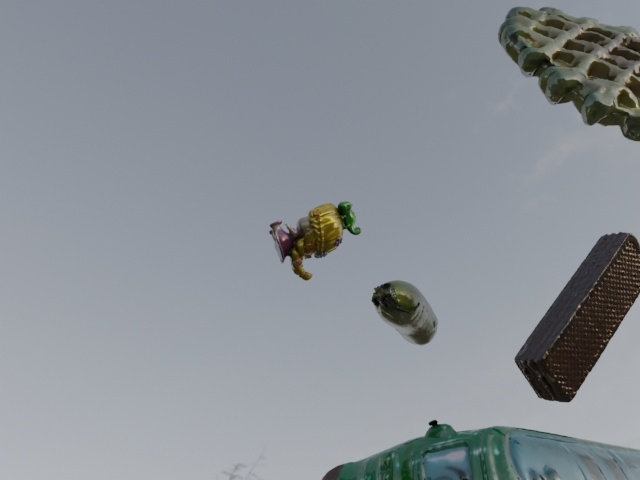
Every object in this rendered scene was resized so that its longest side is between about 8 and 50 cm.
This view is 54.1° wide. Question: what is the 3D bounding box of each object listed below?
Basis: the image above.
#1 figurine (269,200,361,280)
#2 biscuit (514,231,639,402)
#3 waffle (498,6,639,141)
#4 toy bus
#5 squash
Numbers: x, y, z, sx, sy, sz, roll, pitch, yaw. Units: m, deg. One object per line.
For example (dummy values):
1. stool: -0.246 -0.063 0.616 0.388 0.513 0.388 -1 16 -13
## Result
1. figurine: 0.000 0.000 1.106 0.156 0.115 0.095 -21 -8 -13
2. biscuit: 0.510 0.135 1.196 0.107 0.388 0.073 54 -28 -14
3. waffle: 0.368 -0.204 0.765 0.309 0.292 0.056 1 -49 -16
4. toy bus: 0.188 0.265 0.532 0.343 0.184 0.199 19 -43 -35
5. squash: 0.149 0.123 1.112 0.087 0.087 0.331 -21 -24 14
